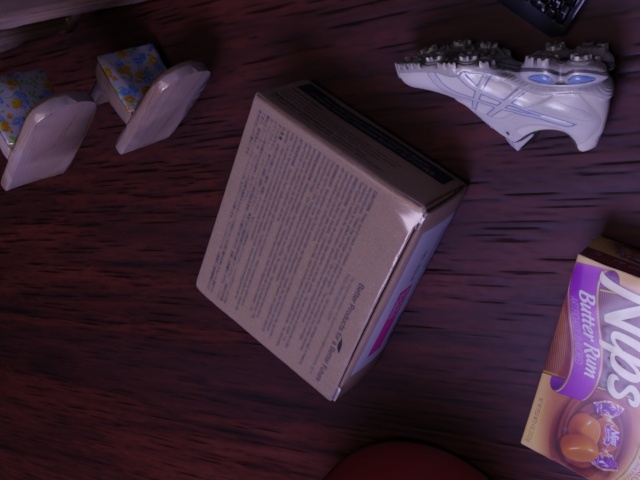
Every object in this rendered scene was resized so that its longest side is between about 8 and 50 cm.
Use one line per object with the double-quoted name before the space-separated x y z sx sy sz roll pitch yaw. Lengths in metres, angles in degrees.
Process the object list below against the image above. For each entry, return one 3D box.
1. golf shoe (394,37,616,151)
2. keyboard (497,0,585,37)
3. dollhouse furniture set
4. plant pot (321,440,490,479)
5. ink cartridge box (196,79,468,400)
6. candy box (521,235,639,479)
"golf shoe" 0.136 -0.109 0.623 0.176 0.069 0.086 15 125 37
"keyboard" 0.124 -0.240 0.597 0.192 0.038 0.100 41 128 17
"dollhouse furniture set" -0.330 -0.251 0.706 0.362 0.394 0.256 58 141 6
"plant pot" 0.045 0.354 0.724 0.274 0.243 0.275 5 99 29
"ink cartridge box" 0.000 0.000 0.756 0.193 0.088 0.235 37 126 20
"candy box" 0.237 0.103 0.632 0.109 0.053 0.187 25 123 29
